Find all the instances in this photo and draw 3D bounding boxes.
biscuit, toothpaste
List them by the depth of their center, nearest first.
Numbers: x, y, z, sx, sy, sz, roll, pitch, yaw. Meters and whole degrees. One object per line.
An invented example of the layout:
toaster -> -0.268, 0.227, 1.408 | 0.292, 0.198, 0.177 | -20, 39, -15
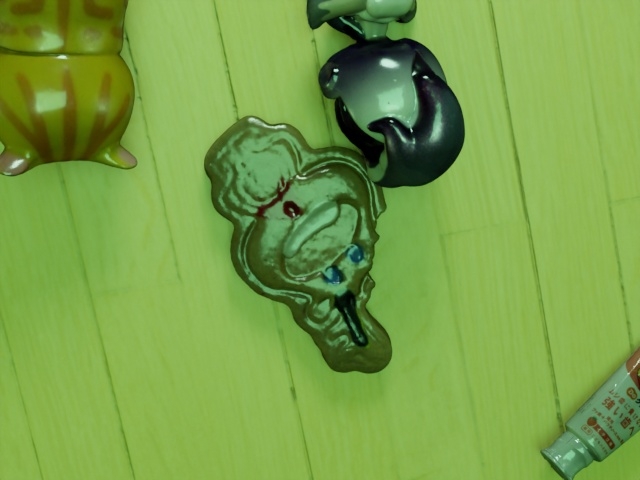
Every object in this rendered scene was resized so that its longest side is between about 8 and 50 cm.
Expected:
biscuit -> -0.007, 0.007, 1.064 | 0.183, 0.047, 0.320 | -18, 100, 1
toothpaste -> 0.358, 0.186, 1.116 | 0.234, 0.057, 0.089 | -41, 98, -6

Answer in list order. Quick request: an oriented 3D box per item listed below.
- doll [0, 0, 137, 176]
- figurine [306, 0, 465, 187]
doll -> -0.262, -0.210, 0.959 | 0.166, 0.162, 0.270 | -4, 109, -19
figurine -> 0.079, -0.165, 0.997 | 0.145, 0.145, 0.222 | -13, 92, -3
